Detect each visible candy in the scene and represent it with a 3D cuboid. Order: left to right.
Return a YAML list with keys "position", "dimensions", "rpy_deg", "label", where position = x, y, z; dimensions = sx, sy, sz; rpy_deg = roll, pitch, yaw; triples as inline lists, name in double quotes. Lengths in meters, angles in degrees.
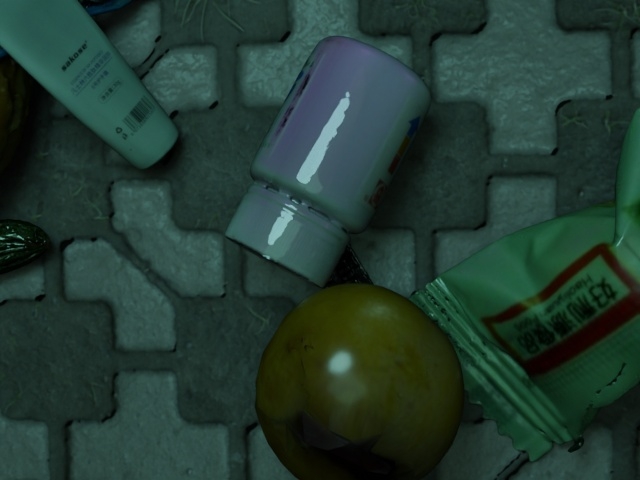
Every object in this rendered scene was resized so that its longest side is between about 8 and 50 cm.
- position: [0.304, 0.062, 0.943]
  dimensions: [0.398, 0.172, 0.263]
  rpy_deg: [-43, 77, 25]
  label: "candy"

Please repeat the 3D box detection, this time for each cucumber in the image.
- position: [-0.463, 0.023, 1.039]
  dimensions: [0.265, 0.077, 0.077]
  rpy_deg: [-19, 90, 4]
  label: "cucumber"

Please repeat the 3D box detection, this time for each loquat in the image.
- position: [0.043, 0.163, 0.917]
  dimensions: [0.235, 0.235, 0.235]
  rpy_deg: [0, 92, 5]
  label: "loquat"

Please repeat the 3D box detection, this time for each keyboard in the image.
- position: [0.000, 0.000, 1.020]
  dimensions: [0.060, 0.018, 0.195]
  rpy_deg: [-32, 88, 8]
  label: "keyboard"

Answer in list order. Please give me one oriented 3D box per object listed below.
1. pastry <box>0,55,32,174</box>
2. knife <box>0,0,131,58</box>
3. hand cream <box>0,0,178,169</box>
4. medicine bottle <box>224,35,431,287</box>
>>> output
- position: [-0.485, -0.175, 0.973]
  dimensions: [0.285, 0.184, 0.315]
  rpy_deg: [9, 89, -15]
  label: "pastry"
- position: [-0.293, -0.256, 0.952]
  dimensions: [0.296, 0.026, 0.044]
  rpy_deg: [-39, 109, -31]
  label: "knife"
- position: [-0.276, -0.205, 0.933]
  dimensions: [0.109, 0.067, 0.320]
  rpy_deg: [-53, 127, -19]
  label: "hand cream"
- position: [0.006, -0.086, 0.936]
  dimensions: [0.152, 0.152, 0.254]
  rpy_deg: [29, 87, 4]
  label: "medicine bottle"
